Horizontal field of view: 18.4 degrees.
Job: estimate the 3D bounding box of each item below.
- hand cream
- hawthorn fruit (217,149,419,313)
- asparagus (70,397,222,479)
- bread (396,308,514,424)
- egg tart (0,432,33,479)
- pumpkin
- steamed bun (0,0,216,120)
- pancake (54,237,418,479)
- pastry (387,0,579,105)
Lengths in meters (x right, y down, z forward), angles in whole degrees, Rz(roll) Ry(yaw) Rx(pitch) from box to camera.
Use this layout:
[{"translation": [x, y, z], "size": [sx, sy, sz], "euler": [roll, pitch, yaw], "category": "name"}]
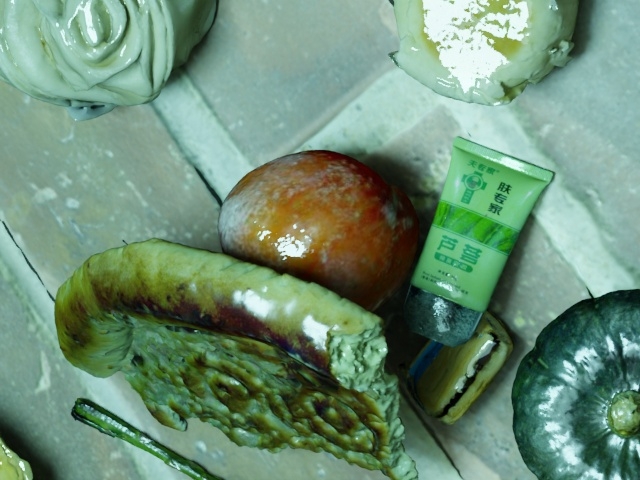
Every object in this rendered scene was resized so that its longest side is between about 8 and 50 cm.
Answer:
[{"translation": [0.128, 0.005, 1.726], "size": [0.095, 0.046, 0.175], "euler": [22, 93, 20], "category": "hand cream"}, {"translation": [0.000, 0.000, 1.729], "size": [0.173, 0.173, 0.173], "euler": [6, 106, 22], "category": "hawthorn fruit"}, {"translation": [-0.146, 0.212, 1.930], "size": [0.233, 0.023, 0.022], "euler": [25, 157, 16], "category": "asparagus"}, {"translation": [0.125, 0.111, 1.767], "size": [0.106, 0.053, 0.072], "euler": [-53, 57, 23], "category": "bread"}, {"translation": [-0.394, 0.291, 2.001], "size": [0.319, 0.128, 0.319], "euler": [5, 106, 20], "category": "egg tart"}, {"translation": [0.265, 0.145, 1.656], "size": [0.211, 0.152, 0.212], "euler": [4, 104, 17], "category": "pumpkin"}, {"translation": [-0.205, -0.202, 1.756], "size": [0.218, 0.144, 0.211], "euler": [15, 113, -8], "category": "steamed bun"}, {"translation": [-0.094, 0.111, 1.741], "size": [0.426, 0.067, 0.305], "euler": [9, 143, 37], "category": "pancake"}, {"translation": [0.138, -0.196, 1.659], "size": [0.166, 0.088, 0.166], "euler": [6, 106, 24], "category": "pastry"}]
